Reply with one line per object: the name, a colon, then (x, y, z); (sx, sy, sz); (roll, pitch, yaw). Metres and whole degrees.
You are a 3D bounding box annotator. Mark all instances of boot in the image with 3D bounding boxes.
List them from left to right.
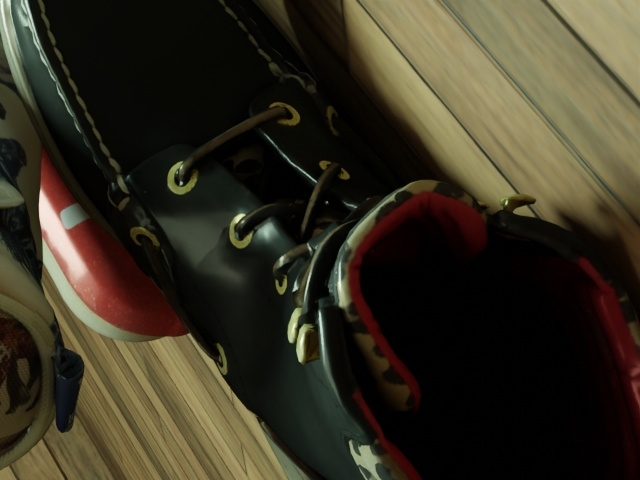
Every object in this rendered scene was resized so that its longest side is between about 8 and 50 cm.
boot: (0.000, 0.000, 0.797); (0.377, 0.138, 0.284); (61, 167, -8)

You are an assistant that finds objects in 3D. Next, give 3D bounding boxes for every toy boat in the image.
toy boat: (-0.107, -0.062, 1.118); (0.151, 0.151, 0.231); (-45, 71, 43)

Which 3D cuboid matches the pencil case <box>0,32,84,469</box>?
pencil case: (-0.217, -0.064, 0.955); (0.183, 0.160, 0.410); (-46, 38, 30)
